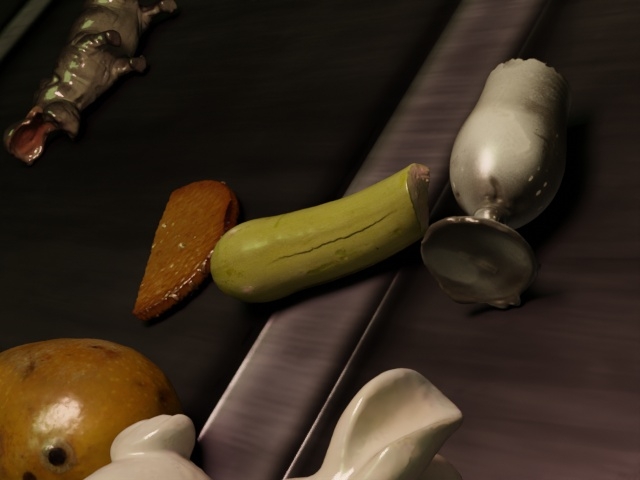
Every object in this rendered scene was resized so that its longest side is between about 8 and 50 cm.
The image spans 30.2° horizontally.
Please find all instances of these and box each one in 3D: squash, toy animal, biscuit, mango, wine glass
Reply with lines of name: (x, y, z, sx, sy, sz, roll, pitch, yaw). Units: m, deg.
squash: (0.000, 0.000, 1.123, 0.250, 0.083, 0.083, -19, 37, 31)
toy animal: (-0.355, -0.267, 1.821, 0.168, 0.106, 0.343, 1, 54, 47)
biscuit: (-0.142, 0.001, 1.330, 0.126, 0.025, 0.206, -22, 37, 28)
mango: (-0.243, 0.163, 1.096, 0.329, 0.176, 0.175, 16, 70, 55)
wine glass: (0.159, -0.056, 1.013, 0.103, 0.103, 0.222, -14, 38, 37)
toy animal: (-0.047, 0.222, 0.802, 0.310, 0.183, 0.247, -15, 40, 35)
